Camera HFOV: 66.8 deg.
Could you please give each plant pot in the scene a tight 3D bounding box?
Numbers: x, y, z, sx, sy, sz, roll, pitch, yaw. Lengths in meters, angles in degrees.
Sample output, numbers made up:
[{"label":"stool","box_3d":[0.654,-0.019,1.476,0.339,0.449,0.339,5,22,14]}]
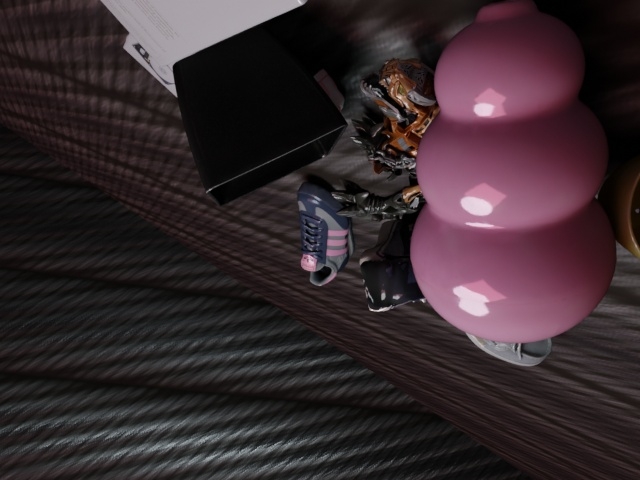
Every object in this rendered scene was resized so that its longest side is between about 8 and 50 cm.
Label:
[{"label":"plant pot","box_3d":[0.355,-0.039,0.513,0.134,0.134,0.095,37,-176,-9]},{"label":"plant pot","box_3d":[-0.094,-0.167,0.654,0.166,0.188,0.187,64,173,-2]}]

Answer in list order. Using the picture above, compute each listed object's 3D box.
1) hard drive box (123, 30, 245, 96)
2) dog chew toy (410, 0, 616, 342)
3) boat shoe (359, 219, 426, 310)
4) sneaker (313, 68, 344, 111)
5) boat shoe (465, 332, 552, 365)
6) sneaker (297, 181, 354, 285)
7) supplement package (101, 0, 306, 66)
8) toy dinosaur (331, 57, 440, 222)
[{"label":"hard drive box","box_3d":[-0.185,-0.287,0.793,0.232,0.089,0.181,42,159,-22]},{"label":"dog chew toy","box_3d":[0.190,-0.063,0.495,0.207,0.207,0.331,14,124,42]},{"label":"boat shoe","box_3d":[0.178,0.030,0.814,0.158,0.340,0.127,-9,101,18]},{"label":"sneaker","box_3d":[-0.011,-0.209,0.761,0.070,0.051,0.134,45,153,-15]},{"label":"boat shoe","box_3d":[0.327,0.130,0.937,0.320,0.118,0.103,43,164,-5]},{"label":"sneaker","box_3d":[0.000,0.000,1.106,0.112,0.131,0.319,23,157,27]},{"label":"supplement package","box_3d":[-0.107,-0.318,0.474,0.293,0.175,0.177,10,148,49]},{"label":"toy dinosaur","box_3d":[0.142,-0.099,0.658,0.219,0.164,0.321,-8,126,40]}]
